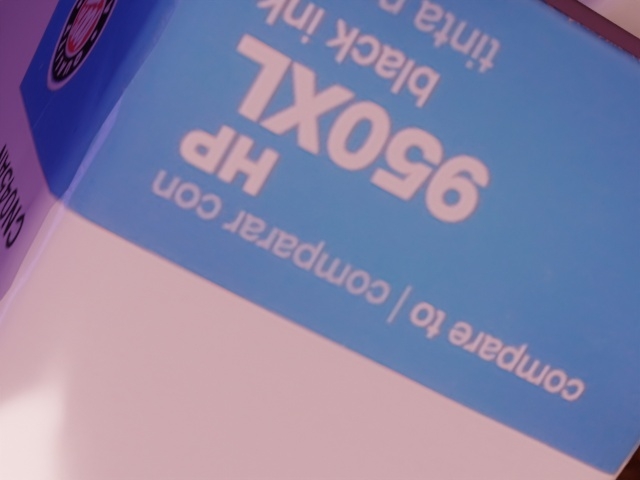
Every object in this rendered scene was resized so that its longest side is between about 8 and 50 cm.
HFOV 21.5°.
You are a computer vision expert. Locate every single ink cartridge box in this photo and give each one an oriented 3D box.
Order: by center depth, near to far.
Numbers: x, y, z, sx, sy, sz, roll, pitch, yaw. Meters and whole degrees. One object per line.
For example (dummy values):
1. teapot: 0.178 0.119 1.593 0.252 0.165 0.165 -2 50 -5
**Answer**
1. ink cartridge box: -0.074 0.067 0.527 0.395 0.166 0.285 -59 21 11

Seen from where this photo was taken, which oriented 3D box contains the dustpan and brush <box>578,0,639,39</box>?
1. dustpan and brush: 0.154 -0.133 0.724 0.211 0.060 0.147 26 103 53
